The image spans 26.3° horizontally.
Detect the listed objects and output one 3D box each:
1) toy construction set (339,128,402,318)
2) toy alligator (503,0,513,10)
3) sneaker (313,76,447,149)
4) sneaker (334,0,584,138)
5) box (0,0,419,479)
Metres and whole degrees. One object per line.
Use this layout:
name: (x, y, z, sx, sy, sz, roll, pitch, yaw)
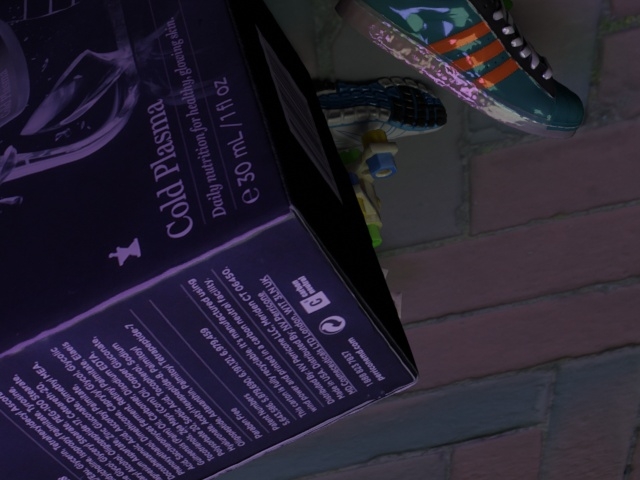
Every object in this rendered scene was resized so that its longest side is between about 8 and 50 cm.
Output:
toy construction set: (0.000, 0.000, 1.660, 0.215, 0.151, 0.328, -15, 145, -1)
toy alligator: (0.183, -0.242, 1.550, 0.056, 0.051, 0.189, 26, 122, -40)
sneaker: (0.053, -0.142, 1.612, 0.190, 0.071, 0.083, 1, 146, -14)
sneaker: (0.172, -0.220, 1.476, 0.302, 0.108, 0.121, 29, 113, -12)
box: (-0.222, -0.008, 1.332, 0.471, 0.480, 0.297, -27, 136, 9)
